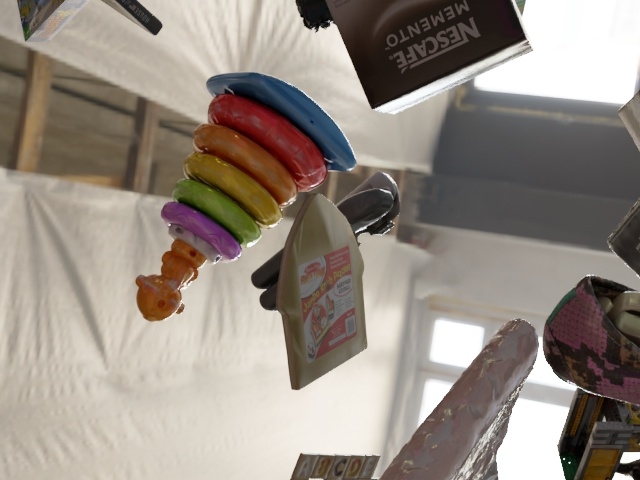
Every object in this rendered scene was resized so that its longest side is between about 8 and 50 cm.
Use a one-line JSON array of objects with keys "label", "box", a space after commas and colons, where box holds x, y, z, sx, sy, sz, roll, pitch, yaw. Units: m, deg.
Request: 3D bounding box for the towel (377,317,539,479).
[{"label": "towel", "box": [0.098, 0.273, 1.053, 0.332, 0.053, 0.317, -47, -26, -30]}]

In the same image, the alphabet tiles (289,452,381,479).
[{"label": "alphabet tiles", "box": [0.010, 0.416, 1.639, 0.237, 0.009, 0.198, 15, -83, -50]}]

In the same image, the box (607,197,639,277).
[{"label": "box", "box": [0.550, 0.017, 1.072, 0.293, 0.395, 0.212, -39, -15, -15]}]

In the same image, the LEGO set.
[{"label": "LEGO set", "box": [0.441, 0.302, 1.381, 0.331, 0.254, 0.192, -81, -4, -48]}]

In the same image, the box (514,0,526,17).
[{"label": "box", "box": [0.151, -0.313, 1.390, 0.114, 0.203, 0.103, -24, -51, -50]}]

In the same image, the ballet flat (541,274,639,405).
[{"label": "ballet flat", "box": [0.241, 0.073, 0.618, 0.077, 0.221, 0.079, -69, -5, -46]}]

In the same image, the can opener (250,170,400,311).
[{"label": "can opener", "box": [0.000, 0.000, 1.476, 0.093, 0.280, 0.074, 9, -129, -45]}]

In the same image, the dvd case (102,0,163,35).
[{"label": "dvd case", "box": [-0.374, -0.422, 1.700, 0.030, 0.238, 0.179, -54, -28, -1]}]

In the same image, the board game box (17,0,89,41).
[{"label": "board game box", "box": [-0.325, -0.341, 1.315, 0.035, 0.201, 0.136, -8, -97, -35]}]

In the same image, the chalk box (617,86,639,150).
[{"label": "chalk box", "box": [0.499, -0.118, 1.367, 0.213, 0.132, 0.132, 62, 178, 8]}]

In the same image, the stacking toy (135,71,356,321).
[{"label": "stacking toy", "box": [-0.116, -0.034, 1.236, 0.175, 0.165, 0.302, 39, -105, -26]}]

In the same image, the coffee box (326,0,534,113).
[{"label": "coffee box", "box": [0.079, -0.295, 1.078, 0.297, 0.168, 0.119, 67, -165, 3]}]

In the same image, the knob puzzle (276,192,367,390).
[{"label": "knob puzzle", "box": [-0.005, 0.045, 1.167, 0.213, 0.030, 0.213, 2, -92, -62]}]

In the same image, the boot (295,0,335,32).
[{"label": "boot", "box": [0.004, -0.427, 1.885, 0.045, 0.099, 0.121, 98, 151, -73]}]
